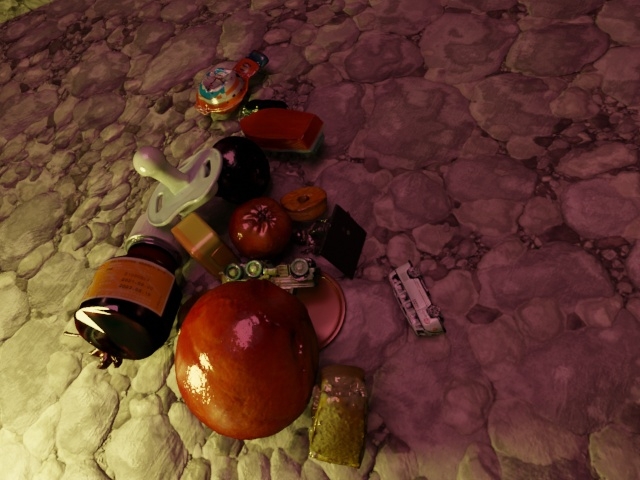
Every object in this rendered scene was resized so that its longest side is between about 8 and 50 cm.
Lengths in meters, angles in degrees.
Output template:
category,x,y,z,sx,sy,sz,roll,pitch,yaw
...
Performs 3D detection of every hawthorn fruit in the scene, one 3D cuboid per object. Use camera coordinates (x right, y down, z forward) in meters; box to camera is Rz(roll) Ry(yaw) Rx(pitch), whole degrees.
category,x,y,z,sx,sy,sz,roll,pitch,yaw
hawthorn fruit,-0.175,-0.021,1.240,0.178,0.200,0.179,10,54,-14

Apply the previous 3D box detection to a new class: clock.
category,x,y,z,sx,sy,sz,roll,pitch,yaw
clock,-0.321,0.023,1.234,0.096,0.202,0.143,-41,60,-11

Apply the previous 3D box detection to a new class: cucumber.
category,x,y,z,sx,sy,sz,roll,pitch,yaw
cucumber,-0.181,-0.481,1.563,0.219,0.046,0.071,12,58,21

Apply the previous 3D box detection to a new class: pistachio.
category,x,y,z,sx,sy,sz,roll,pitch,yaw
pistachio,-0.322,0.206,1.195,0.189,0.100,0.110,-33,55,-5

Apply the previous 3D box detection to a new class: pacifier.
category,x,y,z,sx,sy,sz,roll,pitch,yaw
pacifier,-0.406,-0.182,1.186,0.287,0.226,0.239,-26,51,18

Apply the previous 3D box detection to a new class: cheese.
category,x,y,z,sx,sy,sz,roll,pitch,yaw
cheese,-0.333,-0.587,1.610,0.216,0.129,0.329,38,77,28

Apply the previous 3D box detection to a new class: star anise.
category,x,y,z,sx,sy,sz,roll,pitch,yaw
star anise,-0.600,0.271,1.248,0.233,0.073,0.177,34,63,18

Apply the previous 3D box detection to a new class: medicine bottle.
category,x,y,z,sx,sy,sz,roll,pitch,yaw
medicine bottle,-0.492,0.109,1.214,0.242,0.243,0.395,-7,41,12

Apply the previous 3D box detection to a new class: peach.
category,x,y,z,sx,sy,sz,roll,pitch,yaw
peach,-0.162,0.258,0.981,0.372,0.289,0.373,-26,56,46

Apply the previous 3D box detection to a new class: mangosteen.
category,x,y,z,sx,sy,sz,roll,pitch,yaw
mangosteen,-0.284,-0.213,1.362,0.249,0.211,0.212,-8,59,31

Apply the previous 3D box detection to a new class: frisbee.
category,x,y,z,sx,sy,sz,roll,pitch,yaw
frisbee,-0.053,0.191,1.177,0.250,0.021,0.251,-7,60,12

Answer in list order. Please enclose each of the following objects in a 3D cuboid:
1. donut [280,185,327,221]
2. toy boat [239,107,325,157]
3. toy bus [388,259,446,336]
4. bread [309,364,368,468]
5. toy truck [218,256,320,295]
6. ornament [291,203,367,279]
category,x,y,z,sx,sy,sz,roll,pitch,yaw
donut,-0.046,-0.106,1.284,0.151,0.058,0.152,-11,28,6
toy boat,-0.132,-0.349,1.437,0.331,0.133,0.145,16,72,34
toy bus,0.240,0.152,1.082,0.088,0.087,0.194,-27,59,8
bread,0.042,0.366,0.930,0.123,0.257,0.186,2,42,7
toy truck,-0.129,0.115,1.173,0.259,0.128,0.135,-8,87,9
ornament,0.000,0.000,1.237,0.195,0.153,0.167,-1,58,42
